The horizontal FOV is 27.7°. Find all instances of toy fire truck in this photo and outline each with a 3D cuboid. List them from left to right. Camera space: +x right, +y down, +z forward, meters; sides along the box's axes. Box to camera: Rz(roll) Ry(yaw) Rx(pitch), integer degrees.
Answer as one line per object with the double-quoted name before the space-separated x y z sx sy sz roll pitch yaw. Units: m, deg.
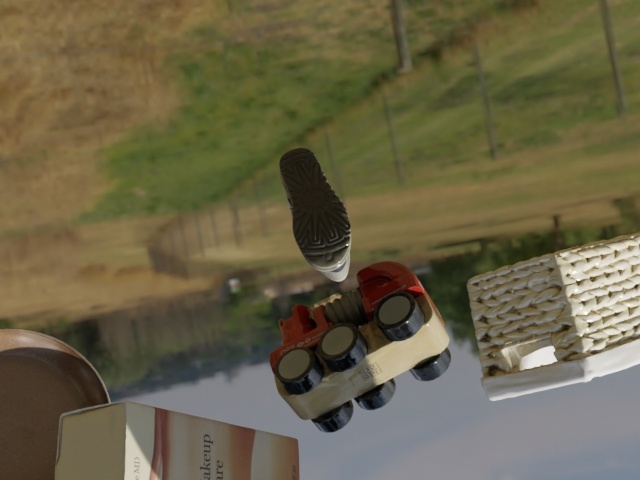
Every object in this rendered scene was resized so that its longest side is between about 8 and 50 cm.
"toy fire truck" 0.041 0.106 1.690 0.217 0.246 0.158 -29 131 8

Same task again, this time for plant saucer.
"plant saucer" -0.482 0.285 2.023 0.311 0.310 0.050 -9 152 -23

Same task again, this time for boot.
"boot" 0.002 0.000 1.667 0.076 0.189 0.208 -11 148 -3

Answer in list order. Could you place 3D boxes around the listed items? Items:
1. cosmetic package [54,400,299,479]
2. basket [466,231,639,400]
"cosmetic package" -0.169 0.299 1.596 0.129 0.153 0.296 -18 155 39
"basket" 0.213 0.058 1.060 0.167 0.103 0.113 -9 172 -42
